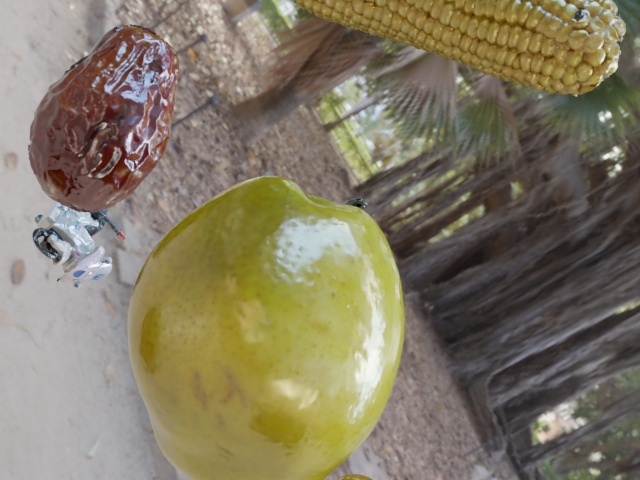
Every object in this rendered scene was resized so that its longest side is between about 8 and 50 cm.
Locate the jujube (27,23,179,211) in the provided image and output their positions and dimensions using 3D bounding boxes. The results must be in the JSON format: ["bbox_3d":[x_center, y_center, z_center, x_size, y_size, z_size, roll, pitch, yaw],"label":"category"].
[{"bbox_3d":[-0.319,-0.183,1.078,0.197,0.290,0.197,23,-12,5],"label":"jujube"}]

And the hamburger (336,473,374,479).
[{"bbox_3d":[0.055,0.446,1.107,0.162,0.115,0.162,30,31,-20],"label":"hamburger"}]

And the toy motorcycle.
[{"bbox_3d":[-0.433,-0.004,1.280,0.150,0.102,0.221,47,17,-25],"label":"toy motorcycle"}]

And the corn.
[{"bbox_3d":[0.095,-0.196,0.563,0.293,0.106,0.106,25,-3,19],"label":"corn"}]

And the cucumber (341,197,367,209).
[{"bbox_3d":[0.000,0.000,1.531,0.056,0.284,0.056,35,29,-24],"label":"cucumber"}]

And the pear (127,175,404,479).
[{"bbox_3d":[-0.071,0.127,0.941,0.362,0.418,0.362,15,8,-2],"label":"pear"}]
